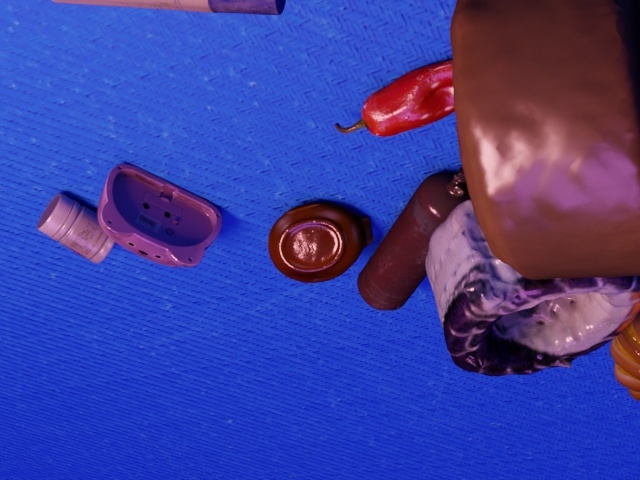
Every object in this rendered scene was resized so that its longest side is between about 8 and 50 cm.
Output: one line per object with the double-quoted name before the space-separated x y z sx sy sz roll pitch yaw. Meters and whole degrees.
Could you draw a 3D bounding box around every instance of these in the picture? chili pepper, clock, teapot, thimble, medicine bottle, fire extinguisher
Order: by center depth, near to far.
"medicine bottle" -0.150 -0.252 0.964 0.231 0.059 0.059 6 141 10
"chili pepper" 0.098 -0.143 1.031 0.191 0.050 0.059 -22 114 27
"thimble" 0.226 0.042 1.092 0.237 0.150 0.237 -11 145 -8
"fire extinguisher" 0.130 -0.006 1.173 0.089 0.072 0.267 27 141 -3
"teapot" 0.000 0.000 1.228 0.129 0.078 0.098 -14 96 12
"clock" -0.205 -0.019 1.230 0.153 0.110 0.050 26 137 -14
"medicine bottle" -0.318 -0.016 1.311 0.091 0.058 0.058 34 138 -24

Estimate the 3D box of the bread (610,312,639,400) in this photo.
"bread" 0.463 0.151 1.246 0.213 0.104 0.213 11 144 8

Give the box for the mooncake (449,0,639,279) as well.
"mooncake" 0.211 -0.106 0.853 0.156 0.284 0.284 -8 137 26
